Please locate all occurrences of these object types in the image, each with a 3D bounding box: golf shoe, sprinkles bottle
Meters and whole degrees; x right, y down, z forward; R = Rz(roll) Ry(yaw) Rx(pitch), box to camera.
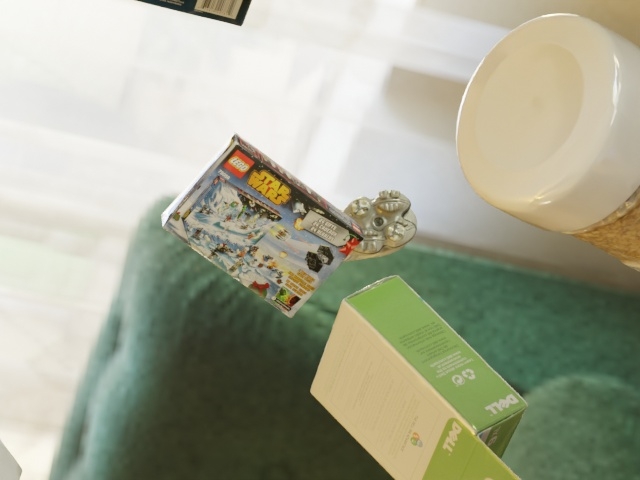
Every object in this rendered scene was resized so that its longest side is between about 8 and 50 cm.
[{"bbox_3d":[0.000,0.000,1.584,0.086,0.176,0.069,66,-158,-76],"label":"golf shoe"},{"bbox_3d":[0.241,-0.025,1.115,0.121,0.355,0.121,-21,59,40],"label":"sprinkles bottle"}]

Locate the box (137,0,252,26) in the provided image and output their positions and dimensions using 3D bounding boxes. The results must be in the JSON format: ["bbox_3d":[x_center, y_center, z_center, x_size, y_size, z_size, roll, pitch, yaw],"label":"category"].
[{"bbox_3d":[-0.155,-0.218,1.074,0.159,0.233,0.044,-97,25,-48],"label":"box"}]

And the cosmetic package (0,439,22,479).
[{"bbox_3d":[-0.266,0.138,0.617,0.385,0.156,0.217,-78,-34,-59],"label":"cosmetic package"}]

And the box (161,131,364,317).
[{"bbox_3d":[-0.046,-0.011,1.414,0.094,0.137,0.027,-47,23,15],"label":"box"}]

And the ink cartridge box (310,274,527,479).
[{"bbox_3d":[0.090,0.138,1.348,0.209,0.062,0.109,45,137,27],"label":"ink cartridge box"}]
